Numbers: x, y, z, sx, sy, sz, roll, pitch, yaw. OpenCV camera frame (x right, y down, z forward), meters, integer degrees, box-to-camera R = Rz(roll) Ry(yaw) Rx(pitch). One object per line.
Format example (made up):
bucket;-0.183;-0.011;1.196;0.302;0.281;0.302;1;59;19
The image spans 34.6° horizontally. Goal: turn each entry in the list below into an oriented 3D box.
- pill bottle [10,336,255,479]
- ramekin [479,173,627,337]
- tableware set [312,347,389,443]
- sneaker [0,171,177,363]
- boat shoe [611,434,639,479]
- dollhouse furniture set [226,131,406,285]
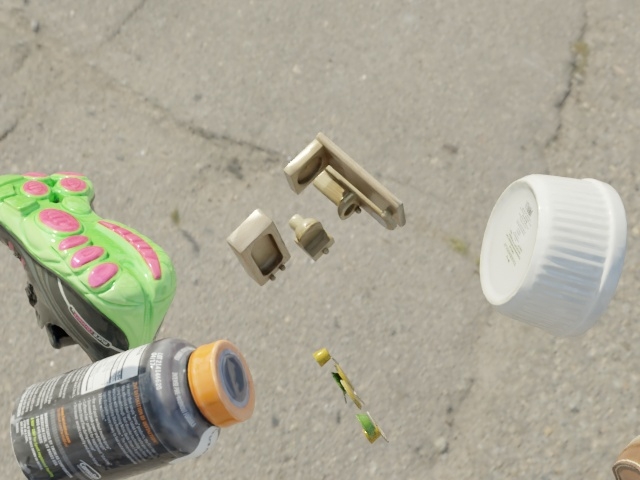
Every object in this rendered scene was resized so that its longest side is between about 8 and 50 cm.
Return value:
pill bottle;-0.193;0.181;1.090;0.130;0.245;0.130;53;26;-40
ramekin;0.285;0.013;1.305;0.109;0.207;0.207;13;45;-13
tableware set;0.037;0.213;1.403;0.024;0.104;0.154;-34;61;1
sneaker;-0.366;0.036;1.435;0.185;0.202;0.483;-4;26;-32
boat shoe;0.398;0.292;1.112;0.116;0.324;0.123;-34;96;-11
dollhouse furniture set;0.000;0.000;1.128;0.151;0.144;0.123;-45;69;-9
